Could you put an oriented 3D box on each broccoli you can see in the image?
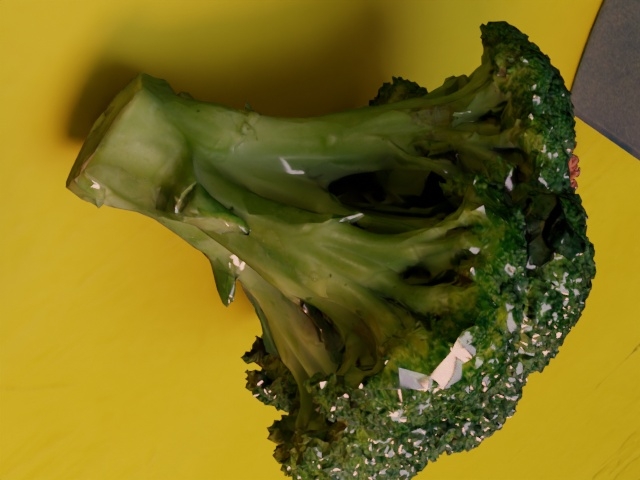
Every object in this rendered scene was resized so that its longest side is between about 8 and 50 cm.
[{"bbox_3d":[0.000,0.000,0.695,0.269,0.269,0.254,67,29,-47],"label":"broccoli"}]

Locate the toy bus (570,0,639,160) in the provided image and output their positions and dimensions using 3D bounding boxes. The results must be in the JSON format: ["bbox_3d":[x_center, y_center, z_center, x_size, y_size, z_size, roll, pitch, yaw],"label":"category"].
[{"bbox_3d":[0.280,-0.076,0.835,0.133,0.234,0.116,-5,125,-36],"label":"toy bus"}]

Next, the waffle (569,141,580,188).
[{"bbox_3d":[0.148,-0.039,0.906,0.083,0.029,0.075,-54,142,3],"label":"waffle"}]
